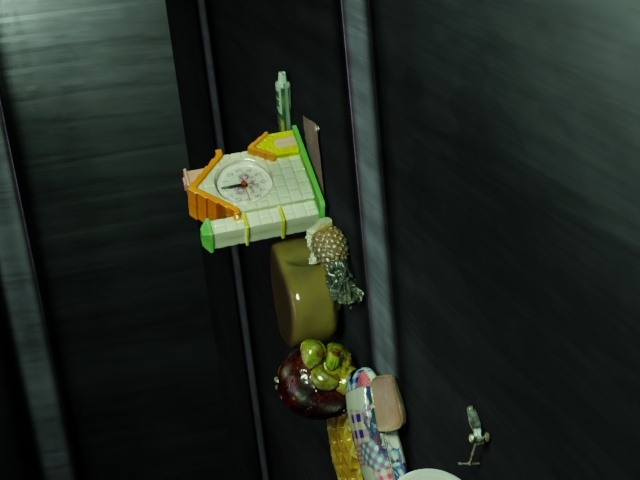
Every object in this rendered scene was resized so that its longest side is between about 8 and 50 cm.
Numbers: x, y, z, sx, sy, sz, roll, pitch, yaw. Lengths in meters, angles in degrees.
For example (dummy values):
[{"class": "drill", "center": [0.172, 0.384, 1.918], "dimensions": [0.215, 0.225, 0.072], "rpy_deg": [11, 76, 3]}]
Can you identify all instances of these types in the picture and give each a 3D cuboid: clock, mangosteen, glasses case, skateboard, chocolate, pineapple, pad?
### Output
[{"class": "clock", "center": [-0.141, -0.101, 2.078], "dimensions": [0.106, 0.255, 0.220], "rpy_deg": [96, 159, -52]}, {"class": "mangosteen", "center": [0.004, 0.270, 2.018], "dimensions": [0.180, 0.166, 0.166], "rpy_deg": [119, 139, -52]}, {"class": "glasses case", "center": [0.110, 0.394, 1.877], "dimensions": [0.125, 0.076, 0.327], "rpy_deg": [123, 134, -73]}, {"class": "skateboard", "center": [0.219, 0.289, 1.494], "dimensions": [0.064, 0.032, 0.083], "rpy_deg": [-102, 13, -46]}, {"class": "chocolate", "center": [0.122, 0.288, 1.818], "dimensions": [0.064, 0.031, 0.100], "rpy_deg": [-25, 71, 35]}, {"class": "pineapple", "center": [0.033, 0.053, 1.931], "dimensions": [0.074, 0.074, 0.159], "rpy_deg": [108, 145, -62]}, {"class": "pad", "center": [-0.010, -0.152, 2.060], "dimensions": [0.113, 0.006, 0.187], "rpy_deg": [-135, 36, -68]}]

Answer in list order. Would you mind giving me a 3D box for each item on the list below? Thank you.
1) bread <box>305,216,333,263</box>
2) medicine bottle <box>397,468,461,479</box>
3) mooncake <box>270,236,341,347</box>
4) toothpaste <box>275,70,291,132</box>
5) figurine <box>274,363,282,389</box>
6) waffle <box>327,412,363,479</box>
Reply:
[{"class": "bread", "center": [0.000, 0.000, 2.023], "dimensions": [0.035, 0.070, 0.083], "rpy_deg": [13, 127, 31]}, {"class": "medicine bottle", "center": [0.154, 0.485, 1.606], "dimensions": [0.273, 0.165, 0.165], "rpy_deg": [96, 157, -51]}, {"class": "mooncake", "center": [-0.031, 0.119, 2.120], "dimensions": [0.235, 0.117, 0.234], "rpy_deg": [168, 90, -78]}, {"class": "toothpaste", "center": [-0.076, -0.268, 2.171], "dimensions": [0.049, 0.031, 0.204], "rpy_deg": [-117, 19, -47]}, {"class": "figurine", "center": [-0.059, 0.334, 2.425], "dimensions": [0.154, 0.098, 0.082], "rpy_deg": [-139, 43, -71]}, {"class": "waffle", "center": [0.064, 0.445, 2.134], "dimensions": [0.261, 0.056, 0.250], "rpy_deg": [127, 130, -73]}]
